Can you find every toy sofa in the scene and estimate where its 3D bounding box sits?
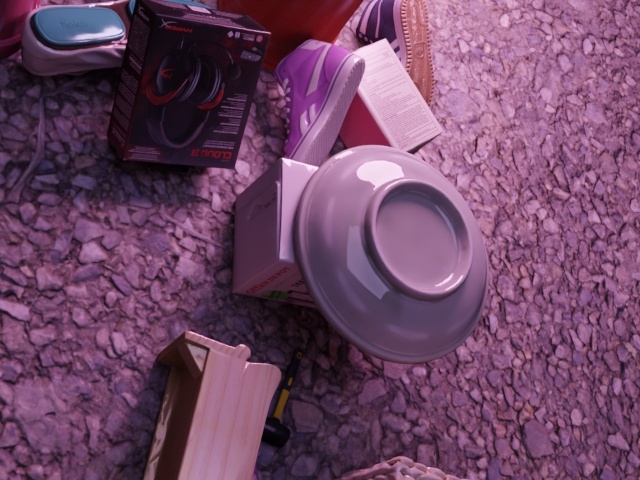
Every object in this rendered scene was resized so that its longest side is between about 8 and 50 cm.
[{"bbox_3d":[-0.197,0.343,1.573,0.177,0.150,0.363,21,60,-19],"label":"toy sofa"}]

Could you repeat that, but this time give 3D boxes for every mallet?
[{"bbox_3d":[-0.056,0.277,1.763,0.062,0.039,0.190,37,51,-11],"label":"mallet"}]

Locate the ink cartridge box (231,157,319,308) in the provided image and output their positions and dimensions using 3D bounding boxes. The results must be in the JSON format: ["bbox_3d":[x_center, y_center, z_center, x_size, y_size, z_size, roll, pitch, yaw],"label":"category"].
[{"bbox_3d":[0.000,0.000,1.813,0.270,0.198,0.197,12,65,-26],"label":"ink cartridge box"}]

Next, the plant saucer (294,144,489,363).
[{"bbox_3d":[0.150,0.007,1.718,0.400,0.100,0.401,12,65,-27],"label":"plant saucer"}]

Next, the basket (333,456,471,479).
[{"bbox_3d":[0.147,0.535,1.594,0.328,0.331,0.267,23,57,-22],"label":"basket"}]

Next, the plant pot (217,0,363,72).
[{"bbox_3d":[-0.028,-0.507,1.970,0.272,0.265,0.273,12,64,-26],"label":"plant pot"}]

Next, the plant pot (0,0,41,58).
[{"bbox_3d":[-0.555,-0.429,1.668,0.201,0.180,0.201,13,64,-28],"label":"plant pot"}]

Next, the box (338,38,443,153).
[{"bbox_3d":[0.113,-0.268,2.040,0.148,0.127,0.232,-30,86,-36],"label":"box"}]

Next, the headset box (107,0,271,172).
[{"bbox_3d":[-0.236,-0.256,1.750,0.218,0.293,0.110,3,27,-32],"label":"headset box"}]

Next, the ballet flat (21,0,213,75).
[{"bbox_3d":[-0.356,-0.359,1.794,0.400,0.139,0.139,-13,77,-39],"label":"ballet flat"}]

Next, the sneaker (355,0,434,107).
[{"bbox_3d":[0.157,-0.389,2.151,0.099,0.153,0.282,-13,107,-37],"label":"sneaker"}]

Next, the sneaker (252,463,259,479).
[{"bbox_3d":[-0.122,0.441,1.622,0.104,0.095,0.237,16,67,-33],"label":"sneaker"}]

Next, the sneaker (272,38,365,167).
[{"bbox_3d":[-0.040,-0.254,1.942,0.161,0.102,0.282,27,90,19],"label":"sneaker"}]
